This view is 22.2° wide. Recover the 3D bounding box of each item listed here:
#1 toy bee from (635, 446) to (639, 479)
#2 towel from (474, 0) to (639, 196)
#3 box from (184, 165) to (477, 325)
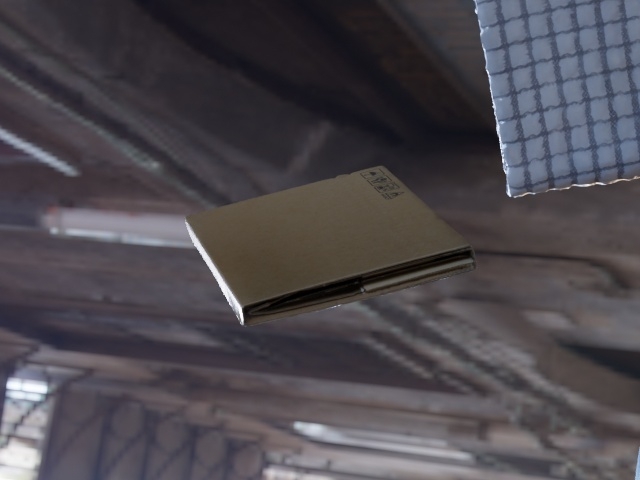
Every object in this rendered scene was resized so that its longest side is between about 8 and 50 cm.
[{"bbox_3d":[0.225,0.147,0.973,0.162,0.195,0.298,41,-146,-78],"label":"toy bee"},{"bbox_3d":[0.225,-0.188,1.177,0.121,0.235,0.284,-75,-27,-76],"label":"towel"},{"bbox_3d":[0.000,0.000,1.164,0.201,0.164,0.021,-130,28,-66],"label":"box"}]
